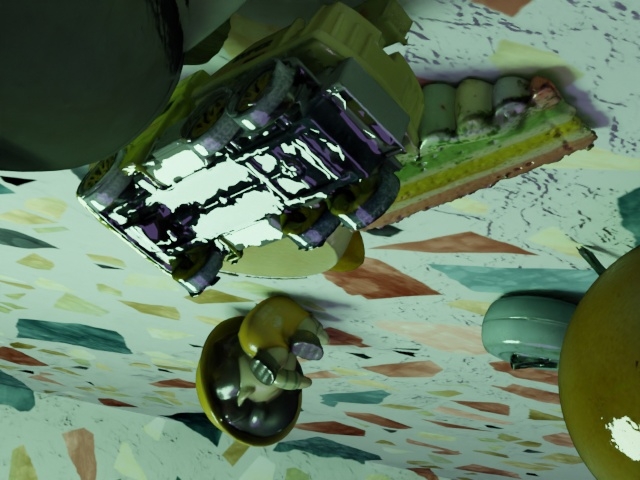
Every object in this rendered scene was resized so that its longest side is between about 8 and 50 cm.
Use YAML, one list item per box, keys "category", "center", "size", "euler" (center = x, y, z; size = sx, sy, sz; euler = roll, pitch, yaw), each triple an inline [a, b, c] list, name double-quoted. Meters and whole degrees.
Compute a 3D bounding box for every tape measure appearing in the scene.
- category: "tape measure"
  center: [0.259, 0.092, 1.351]
  size: [0.164, 0.084, 0.330]
  euler: [1, 162, 13]

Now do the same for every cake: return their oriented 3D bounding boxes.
- category: "cake"
  center: [0.097, -0.089, 0.954]
  size: [0.225, 0.090, 0.109]
  euler: [-19, 150, 21]

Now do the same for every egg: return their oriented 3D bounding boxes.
- category: "egg"
  center: [0.361, 0.131, 1.088]
  size: [0.282, 0.282, 0.351]
  euler: [9, 163, 1]

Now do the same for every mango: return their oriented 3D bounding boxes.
- category: "mango"
  center: [0.000, 0.000, 1.239]
  size: [0.114, 0.060, 0.080]
  euler: [17, 164, -35]

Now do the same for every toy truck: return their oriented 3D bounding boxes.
- category: "toy truck"
  center: [-0.044, -0.077, 0.839]
  size: [0.124, 0.157, 0.272]
  euler: [43, 141, -24]

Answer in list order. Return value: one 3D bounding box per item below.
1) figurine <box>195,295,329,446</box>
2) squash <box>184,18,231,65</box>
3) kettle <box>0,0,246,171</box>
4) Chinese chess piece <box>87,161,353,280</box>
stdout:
- category: "figurine"
  center: [-0.086, 0.173, 1.662]
  size: [0.167, 0.192, 0.257]
  euler: [34, 139, 9]
- category: "squash"
  center: [-0.165, -0.174, 0.785]
  size: [0.229, 0.066, 0.066]
  euler: [19, 160, -30]
- category: "kettle"
  center: [-0.157, -0.171, 0.598]
  size: [0.321, 0.228, 0.324]
  euler: [-31, 151, 11]
- category: "Chinese chess piece"
  center: [-0.088, -0.046, 1.088]
  size: [0.251, 0.097, 0.251]
  euler: [10, 162, 3]
